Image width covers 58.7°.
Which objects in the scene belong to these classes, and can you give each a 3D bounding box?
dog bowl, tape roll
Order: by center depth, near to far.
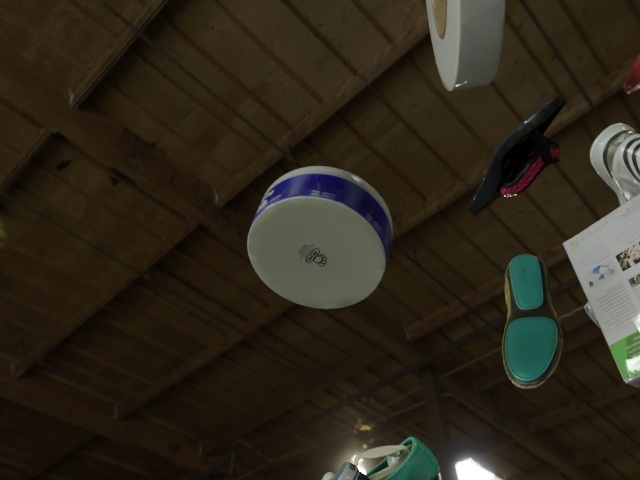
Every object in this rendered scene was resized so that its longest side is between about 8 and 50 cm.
[{"bbox_3d":[0.228,-0.450,0.952,0.072,0.392,0.392,-8,-47,6],"label":"tape roll"},{"bbox_3d":[0.000,0.000,1.071,0.264,0.104,0.265,7,-52,9],"label":"dog bowl"}]

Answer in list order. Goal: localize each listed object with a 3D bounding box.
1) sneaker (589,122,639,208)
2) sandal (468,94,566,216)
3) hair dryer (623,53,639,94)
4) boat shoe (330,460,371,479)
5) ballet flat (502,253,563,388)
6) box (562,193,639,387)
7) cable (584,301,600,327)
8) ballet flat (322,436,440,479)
[{"bbox_3d":[0.851,-0.084,1.363,0.447,0.257,0.169,36,-77,-25],"label":"sneaker"},{"bbox_3d":[0.179,-0.064,0.505,0.067,0.040,0.179,-35,-19,-14],"label":"sandal"},{"bbox_3d":[0.650,-0.265,1.036,0.080,0.293,0.224,-23,-58,2],"label":"hair dryer"},{"bbox_3d":[0.012,0.373,0.697,0.083,0.183,0.065,37,-8,7],"label":"boat shoe"},{"bbox_3d":[0.461,0.186,1.238,0.123,0.349,0.123,8,-42,7],"label":"ballet flat"},{"bbox_3d":[0.600,0.071,1.029,0.058,0.322,0.232,25,-49,-28],"label":"box"},{"bbox_3d":[0.840,0.233,1.520,0.257,0.257,0.089,42,-90,10],"label":"cable"},{"bbox_3d":[0.052,0.358,0.816,0.247,0.087,0.083,-27,-4,-12],"label":"ballet flat"}]
